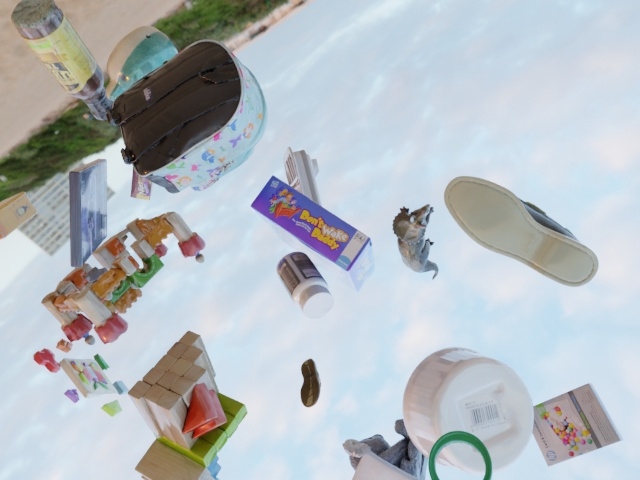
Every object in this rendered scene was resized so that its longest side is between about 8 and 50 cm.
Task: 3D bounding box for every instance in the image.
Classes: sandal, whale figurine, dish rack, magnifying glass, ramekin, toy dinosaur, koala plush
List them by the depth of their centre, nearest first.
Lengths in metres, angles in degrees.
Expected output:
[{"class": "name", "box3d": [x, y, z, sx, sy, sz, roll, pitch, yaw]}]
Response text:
[{"class": "magnifying glass", "box3d": [0.192, 0.385, 0.760, 0.092, 0.026, 0.230, 2, -130, 19]}, {"class": "ramekin", "box3d": [0.338, 0.384, 1.214, 0.277, 0.277, 0.135, -48, -174, -15]}, {"class": "whale figurine", "box3d": [-0.440, -0.397, 1.351, 0.272, 0.141, 0.216, -49, -173, 49]}, {"class": "toy dinosaur", "box3d": [0.250, 0.006, 1.449, 0.121, 0.313, 0.160, 10, -135, 23]}, {"class": "koala plush", "box3d": [0.179, 0.625, 1.536, 0.222, 0.196, 0.203, -1, -136, 21]}, {"class": "dish rack", "box3d": [-0.029, -0.097, 1.541, 0.073, 0.332, 0.285, -13, -178, -8]}, {"class": "sandal", "box3d": [-0.028, 0.472, 1.783, 0.072, 0.049, 0.180, -27, -144, 15]}]

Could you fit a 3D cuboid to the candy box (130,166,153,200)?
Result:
[{"class": "candy box", "box3d": [-0.445, -0.197, 1.392, 0.186, 0.053, 0.109, -98, -158, -55]}]

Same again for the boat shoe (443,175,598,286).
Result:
[{"class": "boat shoe", "box3d": [0.267, -0.016, 0.741, 0.081, 0.228, 0.068, -57, -179, 18]}]

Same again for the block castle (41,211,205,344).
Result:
[{"class": "block castle", "box3d": [-0.596, 0.123, 1.685, 0.303, 0.212, 0.453, -8, -146, 40]}]

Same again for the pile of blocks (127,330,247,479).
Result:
[{"class": "pile of blocks", "box3d": [-0.146, 0.300, 0.681, 0.113, 0.361, 0.149, 16, -159, 27]}]

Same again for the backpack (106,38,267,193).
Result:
[{"class": "backpack", "box3d": [-0.223, -0.226, 0.987, 0.254, 0.191, 0.225, -34, -115, 16]}]

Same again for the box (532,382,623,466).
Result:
[{"class": "box", "box3d": [0.623, 0.460, 1.346, 0.186, 0.038, 0.145, -35, -123, 28]}]

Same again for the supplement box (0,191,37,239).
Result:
[{"class": "supplement box", "box3d": [-0.914, -0.066, 1.561, 0.080, 0.078, 0.233, -22, -159, 5]}]

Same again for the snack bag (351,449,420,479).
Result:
[{"class": "snack bag", "box3d": [0.186, 0.738, 1.367, 0.342, 0.323, 0.037, -69, 164, 8]}]

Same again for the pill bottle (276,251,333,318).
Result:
[{"class": "pill bottle", "box3d": [-0.031, 0.089, 1.084, 0.078, 0.078, 0.137, -39, -138, 3]}]

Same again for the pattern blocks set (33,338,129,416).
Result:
[{"class": "pattern blocks set", "box3d": [-0.688, 0.403, 1.599, 0.026, 0.285, 0.325, -42, 179, -4]}]

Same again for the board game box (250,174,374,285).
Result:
[{"class": "board game box", "box3d": [0.000, 0.000, 1.185, 0.078, 0.233, 0.347, -55, 168, -6]}]

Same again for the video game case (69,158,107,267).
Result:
[{"class": "video game case", "box3d": [-0.510, -0.071, 1.194, 0.026, 0.195, 0.274, 3, -167, -11]}]

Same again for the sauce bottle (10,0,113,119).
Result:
[{"class": "sauce bottle", "box3d": [-0.611, -0.431, 1.334, 0.112, 0.344, 0.111, -4, -117, 8]}]
